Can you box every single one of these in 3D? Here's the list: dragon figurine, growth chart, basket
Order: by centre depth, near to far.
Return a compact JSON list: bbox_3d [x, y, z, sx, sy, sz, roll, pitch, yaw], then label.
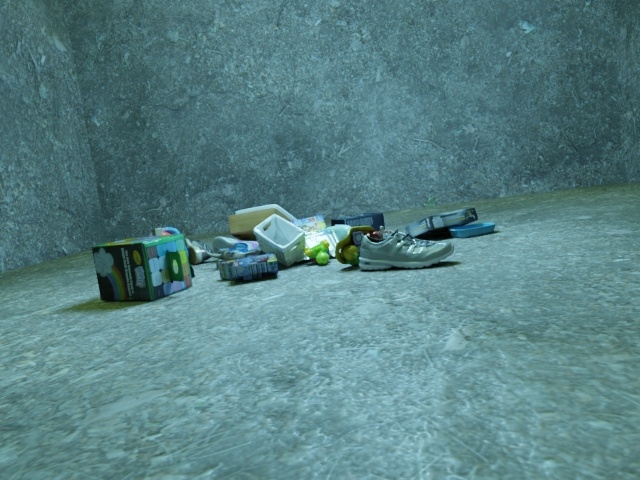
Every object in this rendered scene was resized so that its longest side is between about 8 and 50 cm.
[{"bbox_3d":[-0.141,0.001,1.744,0.167,0.103,0.113,31,56,33],"label":"basket"},{"bbox_3d":[-0.039,0.018,1.803,0.237,0.021,0.172,-9,43,-5],"label":"growth chart"},{"bbox_3d":[-0.325,0.056,1.880,0.144,0.085,0.289,-11,12,-44],"label":"dragon figurine"}]

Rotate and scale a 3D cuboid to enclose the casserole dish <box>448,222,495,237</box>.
[{"bbox_3d":[0.589,-0.039,1.897,0.188,0.037,0.114,-9,6,-17],"label":"casserole dish"}]

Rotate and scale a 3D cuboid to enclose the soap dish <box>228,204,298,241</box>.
[{"bbox_3d":[-0.233,-0.044,2.107,0.290,0.118,0.229,-7,-32,39],"label":"soap dish"}]

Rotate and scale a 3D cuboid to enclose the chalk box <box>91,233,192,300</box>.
[{"bbox_3d":[-0.525,0.081,1.512,0.288,0.180,0.179,-3,8,26],"label":"chalk box"}]

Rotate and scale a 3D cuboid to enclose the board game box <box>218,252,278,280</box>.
[{"bbox_3d":[-0.238,0.092,1.599,0.194,0.060,0.194,-9,7,-7],"label":"board game box"}]

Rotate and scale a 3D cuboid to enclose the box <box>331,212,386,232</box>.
[{"bbox_3d":[0.175,-0.063,2.250,0.207,0.108,0.153,-10,7,-22],"label":"box"}]

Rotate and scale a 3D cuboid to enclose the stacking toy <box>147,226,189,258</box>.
[{"bbox_3d":[-0.707,0.075,2.036,0.175,0.166,0.302,-11,20,23],"label":"stacking toy"}]

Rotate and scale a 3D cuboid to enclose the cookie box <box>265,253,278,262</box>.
[{"bbox_3d":[-0.161,0.057,1.895,0.091,0.040,0.107,-12,9,-41],"label":"cookie box"}]

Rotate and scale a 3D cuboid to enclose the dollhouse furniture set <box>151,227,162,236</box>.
[{"bbox_3d":[-0.582,0.035,1.948,0.101,0.182,0.161,-13,8,-38],"label":"dollhouse furniture set"}]

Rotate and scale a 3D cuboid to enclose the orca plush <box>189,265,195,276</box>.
[{"bbox_3d":[-0.597,0.102,1.729,0.287,0.102,0.151,-7,7,5],"label":"orca plush"}]

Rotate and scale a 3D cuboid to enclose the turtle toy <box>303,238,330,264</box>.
[{"bbox_3d":[-0.003,0.046,1.694,0.095,0.066,0.130,-26,10,-2],"label":"turtle toy"}]

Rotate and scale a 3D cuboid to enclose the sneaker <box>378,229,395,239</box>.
[{"bbox_3d":[0.237,-0.010,1.955,0.157,0.061,0.065,-5,1,13],"label":"sneaker"}]

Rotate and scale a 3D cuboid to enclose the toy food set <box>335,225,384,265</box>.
[{"bbox_3d":[0.148,0.023,1.550,0.217,0.128,0.071,-7,25,-40],"label":"toy food set"}]

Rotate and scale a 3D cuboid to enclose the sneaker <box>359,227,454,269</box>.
[{"bbox_3d":[0.244,0.020,1.424,0.281,0.115,0.105,-6,7,13],"label":"sneaker"}]

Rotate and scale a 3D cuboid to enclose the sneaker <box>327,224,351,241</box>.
[{"bbox_3d":[0.000,0.001,1.958,0.255,0.094,0.151,-15,-3,31],"label":"sneaker"}]

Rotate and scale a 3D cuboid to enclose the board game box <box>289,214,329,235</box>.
[{"bbox_3d":[-0.036,-0.013,1.880,0.136,0.035,0.201,-11,43,-7],"label":"board game box"}]

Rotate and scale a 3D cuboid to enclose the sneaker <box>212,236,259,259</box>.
[{"bbox_3d":[-0.328,0.039,2.060,0.282,0.102,0.161,11,12,43],"label":"sneaker"}]

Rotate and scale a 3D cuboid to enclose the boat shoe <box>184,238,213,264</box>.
[{"bbox_3d":[-0.555,0.048,2.201,0.092,0.103,0.285,-5,9,-26],"label":"boat shoe"}]

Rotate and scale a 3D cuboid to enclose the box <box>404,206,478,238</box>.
[{"bbox_3d":[0.485,-0.067,1.971,0.231,0.056,0.183,-10,-10,-25],"label":"box"}]
